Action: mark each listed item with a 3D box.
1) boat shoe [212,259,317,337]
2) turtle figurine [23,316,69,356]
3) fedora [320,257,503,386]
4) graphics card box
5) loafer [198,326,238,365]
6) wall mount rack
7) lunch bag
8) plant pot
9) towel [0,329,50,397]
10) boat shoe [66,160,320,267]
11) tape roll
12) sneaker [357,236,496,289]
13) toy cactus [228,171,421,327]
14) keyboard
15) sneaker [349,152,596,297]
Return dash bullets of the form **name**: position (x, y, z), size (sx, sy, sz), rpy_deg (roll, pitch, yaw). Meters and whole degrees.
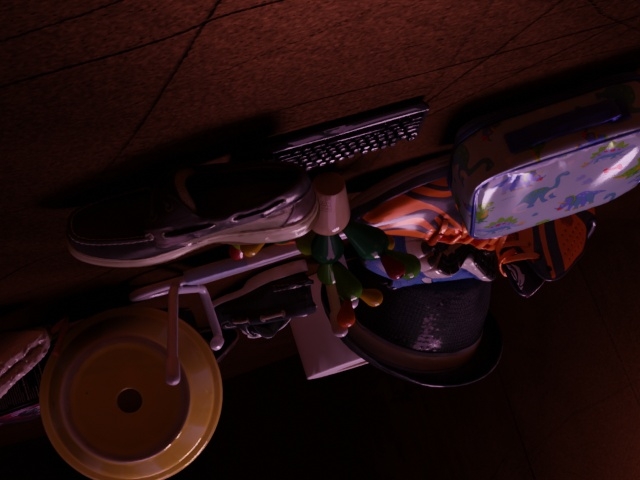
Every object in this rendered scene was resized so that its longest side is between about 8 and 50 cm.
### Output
- **boat shoe**: position (-0.097, 0.114, 1.855), size (0.114, 0.091, 0.302), rpy_deg (-14, 170, -23)
- **turtle figurine**: position (-0.469, 0.191, 1.545), size (0.217, 0.087, 0.269), rpy_deg (-21, -155, 54)
- **fedora**: position (0.172, 0.082, 1.843), size (0.334, 0.334, 0.152), rpy_deg (-10, 138, -41)
- **graphics card box**: position (-0.397, 0.210, 1.853), size (0.371, 0.094, 0.233), rpy_deg (-22, 170, 17)
- **loafer**: position (-0.238, 0.206, 2.192), size (0.095, 0.109, 0.302), rpy_deg (-39, 173, 11)
- **wall mount rack**: position (-0.074, 0.075, 1.446), size (0.350, 0.130, 0.304), rpy_deg (-18, 179, 6)
- **lunch bag**: position (0.247, -0.090, 1.220), size (0.219, 0.090, 0.176), rpy_deg (-19, 158, -2)
- **plant pot**: position (-0.255, 0.210, 1.545), size (0.254, 0.253, 0.239), rpy_deg (-17, 177, -8)
- **towel**: position (-0.460, 0.196, 1.345), size (0.187, 0.049, 0.282), rpy_deg (-7, -155, 36)
- **boat shoe**: position (-0.114, -0.033, 0.992), size (0.224, 0.080, 0.073), rpy_deg (-7, 143, 1)
- **tape roll**: position (0.067, 0.135, 2.072), size (0.246, 0.169, 0.246), rpy_deg (-18, 171, -3)
- **sneaker**: position (0.157, 0.003, 1.672), size (0.147, 0.129, 0.330), rpy_deg (-7, 174, 29)
- **toy cactus**: position (0.000, 0.000, 1.259), size (0.219, 0.112, 0.180), rpy_deg (18, 145, 12)
- **keyboard**: position (0.008, -0.084, 1.064), size (0.180, 0.023, 0.108), rpy_deg (-16, 171, -9)
- **sneaker**: position (0.192, -0.012, 1.358), size (0.321, 0.180, 0.124), rpy_deg (-15, 170, -16)
